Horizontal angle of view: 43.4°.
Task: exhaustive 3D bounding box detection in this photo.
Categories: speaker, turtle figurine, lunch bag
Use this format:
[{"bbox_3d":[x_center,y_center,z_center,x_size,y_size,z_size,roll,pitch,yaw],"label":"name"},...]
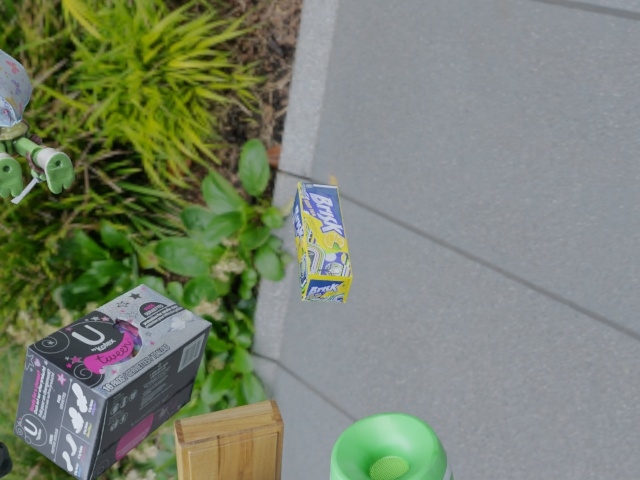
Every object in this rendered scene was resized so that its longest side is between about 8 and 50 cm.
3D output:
[{"bbox_3d":[0.093,0.332,0.863,0.131,0.131,0.297,20,133,45],"label":"speaker"},{"bbox_3d":[-0.566,-0.120,1.450,0.266,0.197,0.275,29,88,45],"label":"turtle figurine"},{"bbox_3d":[-0.335,-0.156,0.809,0.053,0.083,0.071,-36,35,28],"label":"lunch bag"}]

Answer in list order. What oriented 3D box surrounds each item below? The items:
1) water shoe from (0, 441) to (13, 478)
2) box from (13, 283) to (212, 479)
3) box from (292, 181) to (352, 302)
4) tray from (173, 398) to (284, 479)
[{"bbox_3d":[-0.368,0.279,0.765,0.073,0.080,0.203,38,92,27],"label":"water shoe"},{"bbox_3d":[-0.293,0.192,1.151,0.142,0.247,0.163,27,117,16],"label":"box"},{"bbox_3d":[0.000,0.000,1.052,0.169,0.059,0.054,-98,17,-44],"label":"box"},{"bbox_3d":[-0.186,0.506,1.655,0.076,0.202,0.411,-116,23,-46],"label":"tray"}]
